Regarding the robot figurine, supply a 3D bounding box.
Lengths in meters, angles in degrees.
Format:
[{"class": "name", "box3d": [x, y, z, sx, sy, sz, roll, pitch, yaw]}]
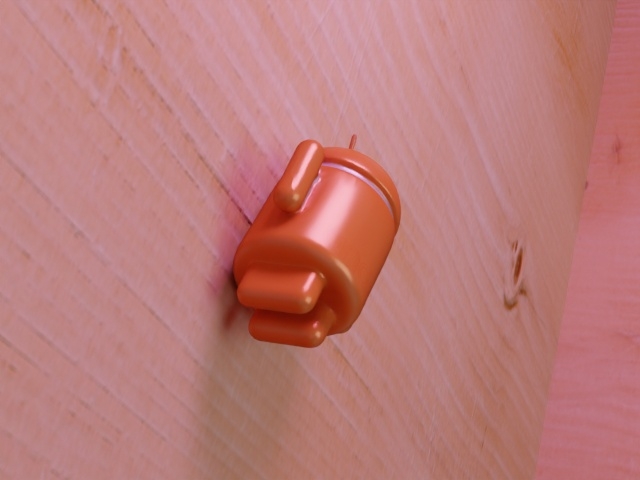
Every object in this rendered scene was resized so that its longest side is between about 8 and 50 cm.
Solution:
[{"class": "robot figurine", "box3d": [0.000, 0.001, 1.017, 0.158, 0.128, 0.219, 41, 47, -14]}]
